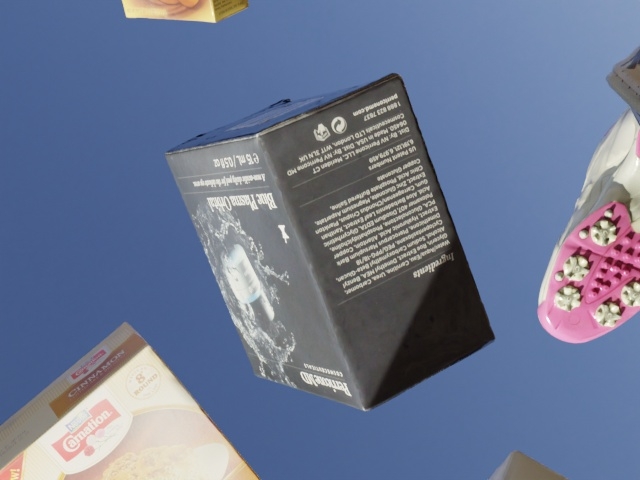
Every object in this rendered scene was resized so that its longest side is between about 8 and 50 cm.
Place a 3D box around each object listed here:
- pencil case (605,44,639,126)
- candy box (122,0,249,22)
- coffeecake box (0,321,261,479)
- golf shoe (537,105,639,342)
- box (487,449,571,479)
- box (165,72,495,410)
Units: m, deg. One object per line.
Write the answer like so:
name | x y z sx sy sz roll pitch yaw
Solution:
pencil case | 0.387 -0.171 0.674 0.183 0.410 0.160 56 -161 25
candy box | -0.131 -0.280 0.924 0.053 0.109 0.186 -37 -53 -44
coffeecake box | -0.136 0.179 0.819 0.142 0.068 0.185 -41 -65 -13
golf shoe | 0.318 -0.032 1.158 0.115 0.306 0.140 32 180 -9
box | 0.157 0.254 0.717 0.181 0.182 0.119 28 -122 7
box | 0.000 0.000 0.639 0.093 0.156 0.158 -26 -79 -23
